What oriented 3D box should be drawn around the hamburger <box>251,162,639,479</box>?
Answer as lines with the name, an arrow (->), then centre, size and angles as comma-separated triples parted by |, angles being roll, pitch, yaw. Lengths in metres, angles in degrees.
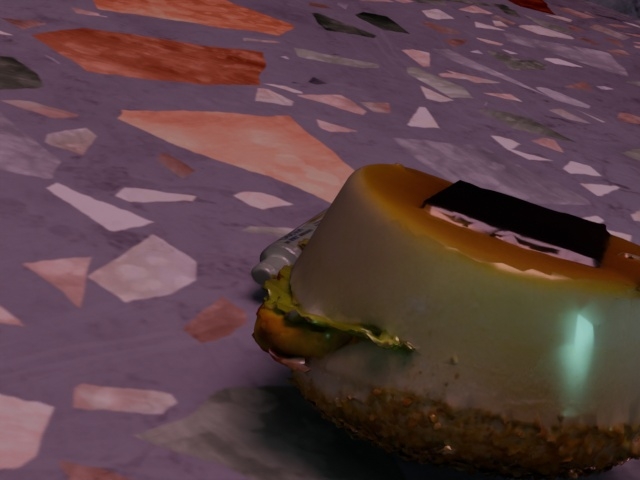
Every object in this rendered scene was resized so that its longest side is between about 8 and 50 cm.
hamburger -> 0.108, 0.062, 0.781 | 0.294, 0.179, 0.276 | 18, 15, 10

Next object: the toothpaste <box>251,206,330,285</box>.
toothpaste -> 0.000, 0.000, 1.040 | 0.067, 0.037, 0.255 | 15, 20, 18
